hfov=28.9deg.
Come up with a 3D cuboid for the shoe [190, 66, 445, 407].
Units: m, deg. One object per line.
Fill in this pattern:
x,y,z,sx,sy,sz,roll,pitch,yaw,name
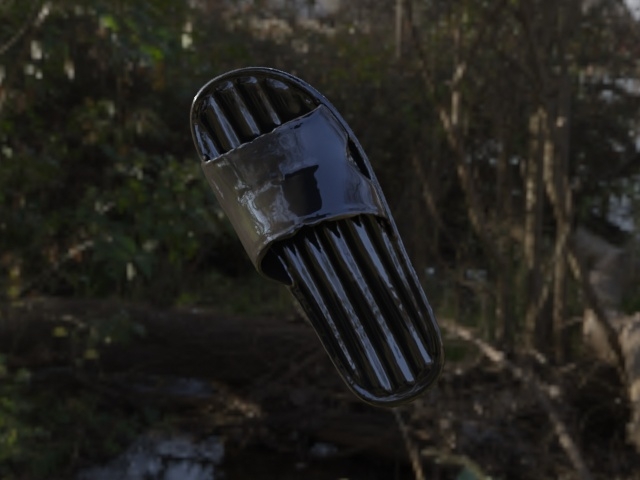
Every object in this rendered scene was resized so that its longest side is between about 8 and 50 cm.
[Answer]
0.000,0.000,0.506,0.062,0.159,0.053,-29,5,12,shoe
